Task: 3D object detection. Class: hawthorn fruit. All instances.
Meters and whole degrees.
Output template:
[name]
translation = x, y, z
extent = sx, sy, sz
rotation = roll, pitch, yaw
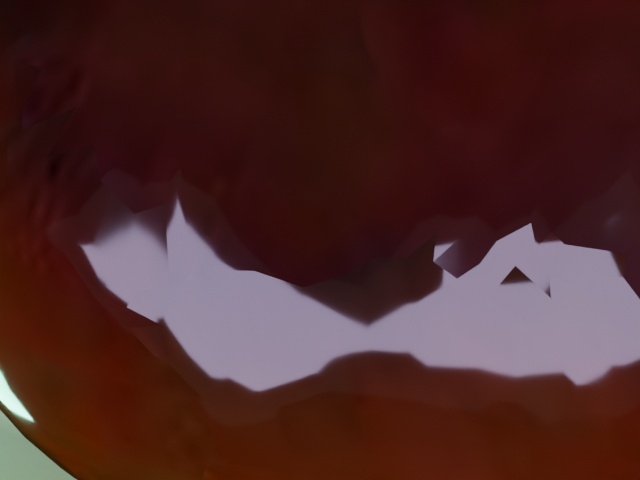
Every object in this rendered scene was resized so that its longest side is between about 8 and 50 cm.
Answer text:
[hawthorn fruit]
translation = 0.076, -0.064, 0.674
extent = 0.471, 0.472, 0.472
rotation = 17, 140, 15

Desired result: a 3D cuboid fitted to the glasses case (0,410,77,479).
[glasses case]
translation = -0.200, 0.134, 1.318
extent = 0.336, 0.076, 0.144
rotation = 19, 140, 14
